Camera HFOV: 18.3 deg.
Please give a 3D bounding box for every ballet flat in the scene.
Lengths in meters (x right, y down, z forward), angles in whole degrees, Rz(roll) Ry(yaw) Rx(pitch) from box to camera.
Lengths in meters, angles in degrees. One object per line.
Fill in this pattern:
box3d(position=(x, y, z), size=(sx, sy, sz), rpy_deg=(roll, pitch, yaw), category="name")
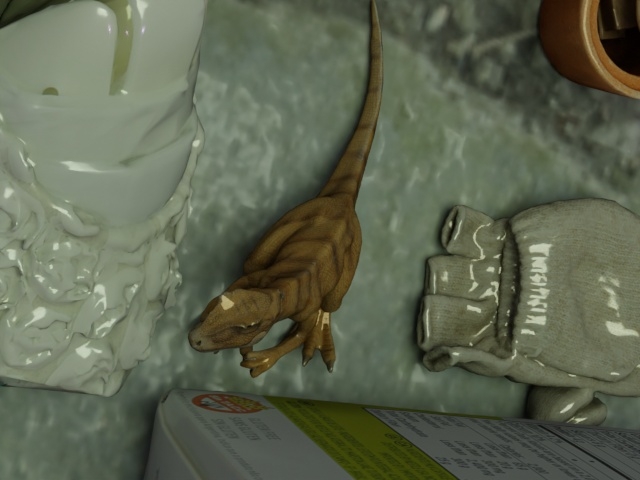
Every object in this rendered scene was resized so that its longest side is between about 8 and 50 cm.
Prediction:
box3d(position=(-0.114, -0.131, 0.772), size=(0.147, 0.147, 0.408), rpy_deg=(-15, 98, -21), category="ballet flat")

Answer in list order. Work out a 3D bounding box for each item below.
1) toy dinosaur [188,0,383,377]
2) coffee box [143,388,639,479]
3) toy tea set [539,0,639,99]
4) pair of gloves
box3d(position=(0.000, 0.000, 0.871), size=(0.064, 0.112, 0.211), rpy_deg=(27, 40, -1), category="toy dinosaur")
box3d(position=(0.110, 0.272, 0.769), size=(0.334, 0.338, 0.337), rpy_deg=(7, 98, -20), category="coffee box")
box3d(position=(0.082, -0.203, 0.869), size=(0.336, 0.124, 0.200), rpy_deg=(33, 80, -20), category="toy tea set")
box3d(position=(0.130, 0.101, 0.951), size=(0.204, 0.042, 0.240), rpy_deg=(13, 87, -22), category="pair of gloves")
